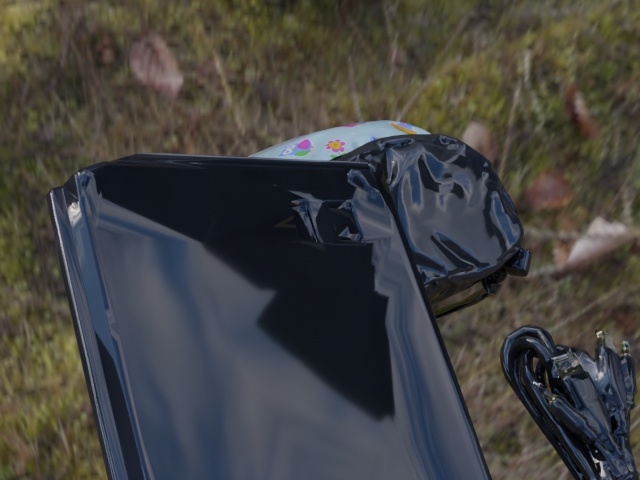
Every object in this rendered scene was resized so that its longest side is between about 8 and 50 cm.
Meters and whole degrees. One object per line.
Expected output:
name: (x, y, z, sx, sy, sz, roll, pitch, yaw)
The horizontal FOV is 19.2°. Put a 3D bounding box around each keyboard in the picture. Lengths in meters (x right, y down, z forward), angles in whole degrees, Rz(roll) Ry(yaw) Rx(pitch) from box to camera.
keyboard: (0.037, 0.110, 0.559, 0.202, 0.033, 0.317, 1, 57, -30)

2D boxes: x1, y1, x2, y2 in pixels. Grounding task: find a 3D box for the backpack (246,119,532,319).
backpack: (0.000, 0.000, 1.010, 0.152, 0.182, 0.115, -12, 89, -35)
